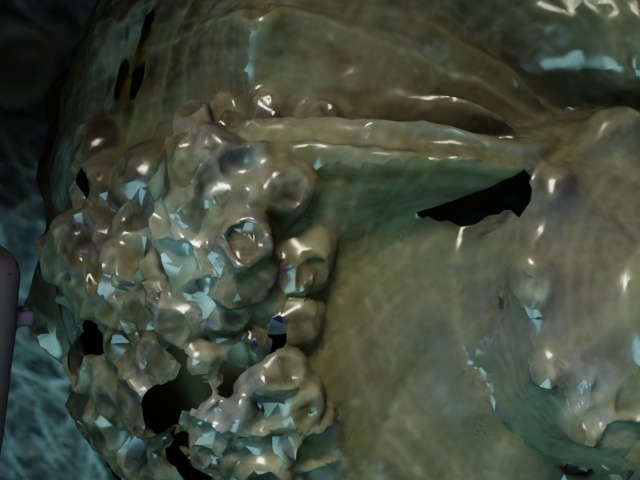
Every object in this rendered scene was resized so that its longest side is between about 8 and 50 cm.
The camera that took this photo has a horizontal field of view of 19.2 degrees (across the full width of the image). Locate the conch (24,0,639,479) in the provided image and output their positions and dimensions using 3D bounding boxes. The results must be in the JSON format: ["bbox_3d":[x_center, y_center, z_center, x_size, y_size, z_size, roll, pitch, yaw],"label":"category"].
[{"bbox_3d":[0.000,0.000,0.465,0.245,0.163,0.178,2,88,48],"label":"conch"}]

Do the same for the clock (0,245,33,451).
[{"bbox_3d":[-0.217,0.017,0.460,0.227,0.248,0.090,24,109,59],"label":"clock"}]
